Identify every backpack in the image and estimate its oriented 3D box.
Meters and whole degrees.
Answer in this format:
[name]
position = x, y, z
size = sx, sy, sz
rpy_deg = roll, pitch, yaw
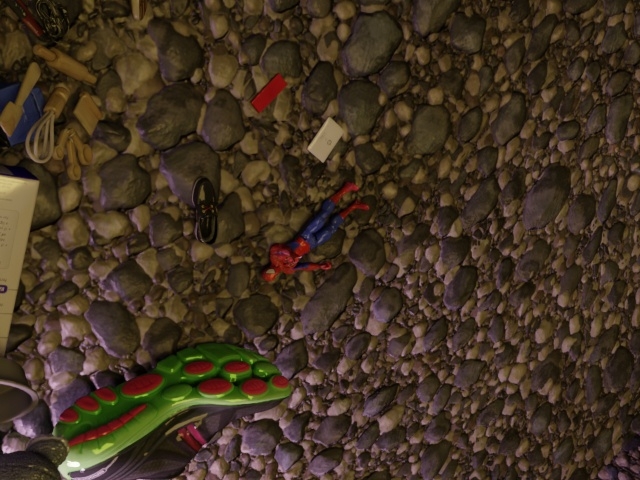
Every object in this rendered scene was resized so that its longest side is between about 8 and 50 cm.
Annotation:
[backpack]
position = -0.491, -0.198, 1.165
size = 0.101, 0.120, 0.098
rpy_deg = -29, 119, -47

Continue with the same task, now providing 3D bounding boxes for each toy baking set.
[toy baking set]
position = -0.406, -0.203, 1.171
size = 0.256, 0.030, 0.197
rpy_deg = 34, 53, -74

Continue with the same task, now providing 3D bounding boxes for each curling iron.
[curling iron]
position = -0.491, -0.412, 1.141
size = 0.068, 0.035, 0.274
rpy_deg = -54, 128, -12

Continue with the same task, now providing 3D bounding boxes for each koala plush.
[koala plush]
position = -0.537, 0.406, 1.242
size = 0.221, 0.196, 0.203
rpy_deg = 0, 125, 1

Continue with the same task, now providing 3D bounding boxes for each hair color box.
[hair color box]
position = -0.584, 0.040, 1.195
size = 0.185, 0.110, 0.339
rpy_deg = 9, 100, -37

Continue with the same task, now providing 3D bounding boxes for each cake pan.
[cake pan]
position = -0.602, 0.245, 1.185
size = 0.293, 0.293, 0.054
rpy_deg = 7, 58, -36

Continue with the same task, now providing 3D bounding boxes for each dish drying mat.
[dish drying mat]
position = -0.101, -0.289, 1.468
size = 0.083, 0.008, 0.032
rpy_deg = -49, 127, -11

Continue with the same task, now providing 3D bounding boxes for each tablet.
[tablet]
position = 0.012, -0.211, 1.574
size = 0.054, 0.006, 0.083
rpy_deg = 37, 85, -37

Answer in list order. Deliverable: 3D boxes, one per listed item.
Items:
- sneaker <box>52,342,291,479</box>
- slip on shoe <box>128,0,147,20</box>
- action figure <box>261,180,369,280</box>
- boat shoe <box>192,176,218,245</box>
[sneaker]
position = -0.287, 0.351, 1.494
size = 0.482, 0.185, 0.202
rpy_deg = -14, 132, -26
[slip on shoe]
position = -0.317, -0.438, 1.250
size = 0.041, 0.051, 0.135
rpy_deg = 5, 118, 5
[action figure]
position = 0.000, 0.000, 1.565
size = 0.280, 0.139, 0.091
rpy_deg = -41, 123, -13
[boat shoe]
position = -0.220, -0.056, 1.451
size = 0.048, 0.042, 0.133
rpy_deg = -9, 110, -30
